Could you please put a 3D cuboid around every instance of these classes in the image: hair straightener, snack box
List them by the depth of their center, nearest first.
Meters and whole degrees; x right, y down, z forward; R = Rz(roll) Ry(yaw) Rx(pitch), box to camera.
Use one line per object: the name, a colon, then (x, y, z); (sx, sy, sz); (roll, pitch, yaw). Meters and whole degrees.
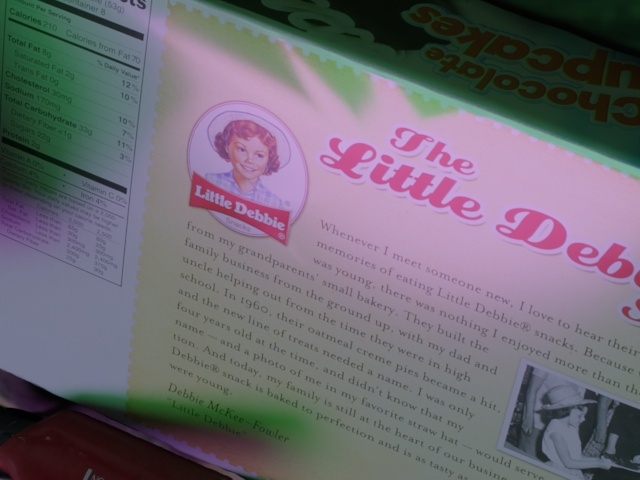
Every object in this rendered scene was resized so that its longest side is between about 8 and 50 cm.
snack box: (0.000, 0.000, 0.629); (0.322, 0.060, 0.187); (23, 130, 15)
hair straightener: (-0.096, 0.091, 0.714); (0.230, 0.047, 0.089); (10, 164, 39)
